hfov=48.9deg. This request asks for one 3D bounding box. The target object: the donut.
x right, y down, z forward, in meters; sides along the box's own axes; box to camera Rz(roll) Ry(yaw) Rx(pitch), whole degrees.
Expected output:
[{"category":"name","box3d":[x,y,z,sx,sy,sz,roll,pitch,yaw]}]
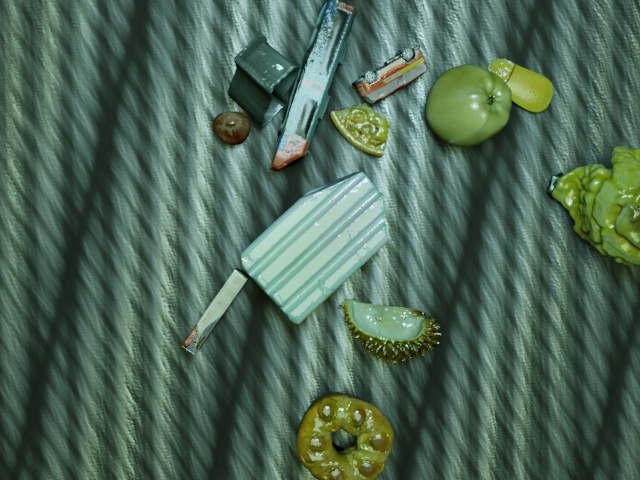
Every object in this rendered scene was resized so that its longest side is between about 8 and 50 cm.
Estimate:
[{"category":"donut","box3d":[0.053,0.462,1.637,0.226,0.114,0.226,0,93,-4]}]

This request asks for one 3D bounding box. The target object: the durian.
[{"category":"durian","box3d":[0.163,0.210,1.642,0.252,0.144,0.139,3,70,2]}]

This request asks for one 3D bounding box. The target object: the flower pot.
[{"category":"flower pot","box3d":[-0.128,-0.344,1.541,0.108,0.229,0.103,43,70,0]}]

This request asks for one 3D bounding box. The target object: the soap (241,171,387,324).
[{"category":"soap","box3d":[0.000,0.000,1.614,0.347,0.115,0.208,-43,95,-1]}]

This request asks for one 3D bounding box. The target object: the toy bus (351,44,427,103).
[{"category":"toy bus","box3d":[0.161,-0.381,1.629,0.174,0.079,0.077,-32,103,-1]}]

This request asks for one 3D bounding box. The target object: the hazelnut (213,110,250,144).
[{"category":"hazelnut","box3d":[-0.202,-0.259,1.609,0.086,0.086,0.086,0,92,-3]}]

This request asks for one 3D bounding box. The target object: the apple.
[{"category":"apple","box3d":[0.335,-0.303,1.591,0.200,0.200,0.200,0,92,-3]}]

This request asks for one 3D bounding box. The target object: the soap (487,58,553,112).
[{"category":"soap","box3d":[0.469,-0.366,1.665,0.168,0.033,0.089,23,88,-3]}]

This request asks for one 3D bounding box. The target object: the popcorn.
[{"category":"popcorn","box3d":[0.716,-0.081,1.590,0.293,0.237,0.293,0,96,-4]}]

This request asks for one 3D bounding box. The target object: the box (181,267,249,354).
[{"category":"box","box3d":[-0.243,0.164,1.639,0.039,0.055,0.218,35,89,-2]}]

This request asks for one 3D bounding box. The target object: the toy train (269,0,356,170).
[{"category":"toy train","box3d":[-0.017,-0.344,1.613,0.089,0.086,0.409,19,91,-6]}]

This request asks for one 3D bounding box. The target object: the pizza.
[{"category":"pizza","box3d":[0.101,-0.267,1.647,0.160,0.036,0.099,40,90,-4]}]
